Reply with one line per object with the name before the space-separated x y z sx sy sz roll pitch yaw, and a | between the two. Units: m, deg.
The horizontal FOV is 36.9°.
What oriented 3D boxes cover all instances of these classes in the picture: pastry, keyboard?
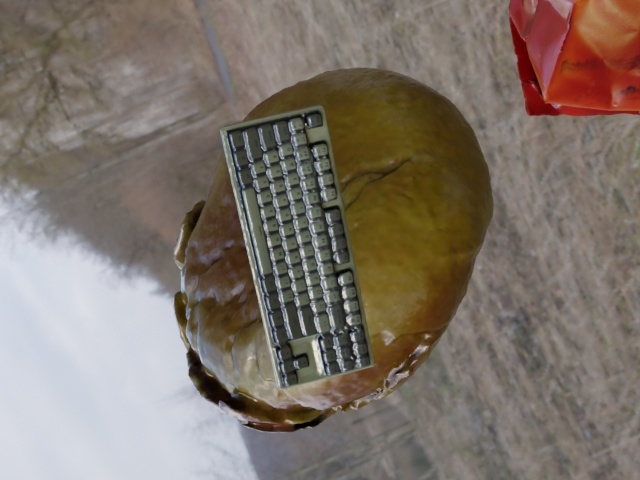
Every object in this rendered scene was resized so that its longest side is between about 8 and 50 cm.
pastry | 0.000 0.000 0.875 0.164 0.356 0.356 30 -160 -31
keyboard | -0.009 0.005 0.446 0.015 0.049 0.129 -141 38 -71

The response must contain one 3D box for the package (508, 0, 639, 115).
package | 0.254 -0.256 0.600 0.423 0.196 0.123 95 171 -46
